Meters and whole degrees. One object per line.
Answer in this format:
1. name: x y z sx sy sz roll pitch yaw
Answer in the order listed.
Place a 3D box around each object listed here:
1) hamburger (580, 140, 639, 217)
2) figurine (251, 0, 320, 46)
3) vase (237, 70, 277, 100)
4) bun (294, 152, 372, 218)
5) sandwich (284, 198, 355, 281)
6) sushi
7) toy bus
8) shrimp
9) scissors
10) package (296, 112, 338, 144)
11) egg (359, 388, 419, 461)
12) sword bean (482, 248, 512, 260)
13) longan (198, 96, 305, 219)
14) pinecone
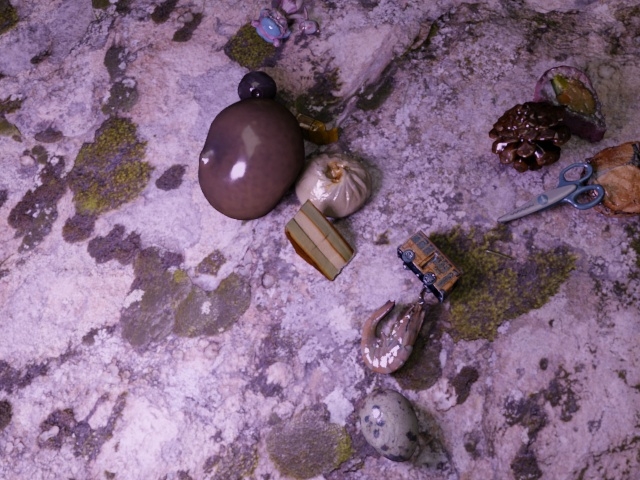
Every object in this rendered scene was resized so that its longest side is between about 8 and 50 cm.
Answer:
1. hamburger: 0.834 -0.160 1.828 0.230 0.107 0.231 -2 73 7
2. figurine: -0.094 -0.724 2.137 0.205 0.102 0.260 41 73 -19
3. vase: -0.184 -0.414 2.018 0.120 0.120 0.183 -10 87 1
4. bun: 0.035 -0.167 1.888 0.222 0.127 0.223 -3 69 7
5. sandwich: 0.000 0.000 1.802 0.144 0.187 0.117 35 77 22
6. sushi: 0.734 -0.404 1.926 0.241 0.107 0.161 29 75 6
7. toy bus: 0.298 0.070 1.796 0.103 0.091 0.182 -38 69 -8
8. shrimp: 0.191 0.229 1.764 0.145 0.059 0.255 16 78 25
9. scissors: 0.620 -0.108 1.822 0.289 0.041 0.138 -25 66 16
10. package: -0.016 -0.324 1.981 0.131 0.071 0.047 26 68 12
11. egg: 0.170 0.454 1.635 0.141 0.141 0.182 -23 67 -4
12. sword bean: 0.486 0.038 1.833 0.083 0.012 0.012 19 72 13
13. longan: -0.189 -0.226 1.853 0.288 0.288 0.350 25 88 13
14. pinecone: 0.581 -0.285 1.846 0.228 0.201 0.203 -32 66 -10
